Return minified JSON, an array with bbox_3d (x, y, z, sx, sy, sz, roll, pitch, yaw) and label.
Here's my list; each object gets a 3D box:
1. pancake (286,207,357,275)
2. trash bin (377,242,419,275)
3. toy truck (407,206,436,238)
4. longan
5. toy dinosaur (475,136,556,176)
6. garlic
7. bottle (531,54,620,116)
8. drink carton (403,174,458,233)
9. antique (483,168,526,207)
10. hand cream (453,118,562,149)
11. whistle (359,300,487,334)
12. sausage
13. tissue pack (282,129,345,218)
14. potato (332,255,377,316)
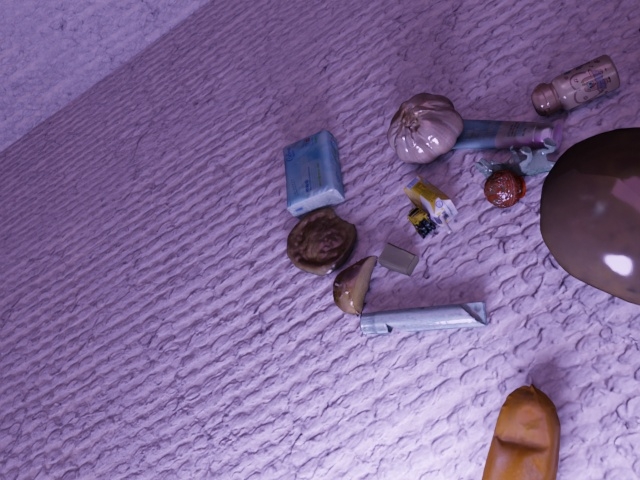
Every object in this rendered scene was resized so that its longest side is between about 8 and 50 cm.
[{"bbox_3d":[0.000,0.000,1.697,0.222,0.042,0.236,-31,50,6],"label":"pancake"},{"bbox_3d":[0.209,0.053,1.539,0.092,0.043,0.061,24,74,35],"label":"trash bin"},{"bbox_3d":[0.268,-0.051,1.543,0.049,0.083,0.054,-41,49,0],"label":"toy truck"},{"bbox_3d":[0.646,-0.050,1.162,0.404,0.336,0.405,5,37,-4],"label":"longan"},{"bbox_3d":[0.569,-0.209,1.441,0.382,0.129,0.076,3,68,31],"label":"toy dinosaur"},{"bbox_3d":[0.292,-0.325,1.661,0.227,0.152,0.228,-22,49,28],"label":"garlic"},{"bbox_3d":[0.669,-0.409,1.534,0.209,0.097,0.110,-22,51,17],"label":"bottle"},{"bbox_3d":[0.310,-0.095,1.548,0.074,0.084,0.200,-41,46,-1],"label":"drink carton"},{"bbox_3d":[0.465,-0.132,1.470,0.104,0.104,0.104,-15,53,22],"label":"antique"},{"bbox_3d":[0.497,-0.294,1.584,0.312,0.070,0.111,11,70,41],"label":"hand cream"},{"bbox_3d":[0.248,0.192,1.409,0.312,0.062,0.062,-9,56,25],"label":"whistle"},{"bbox_3d":[0.385,0.456,1.118,0.134,0.116,0.354,-1,56,47],"label":"sausage"},{"bbox_3d":[-0.026,-0.215,1.824,0.177,0.089,0.263,-21,51,20],"label":"tissue pack"},{"bbox_3d":[0.076,0.104,1.535,0.100,0.089,0.172,10,77,42],"label":"potato"}]
